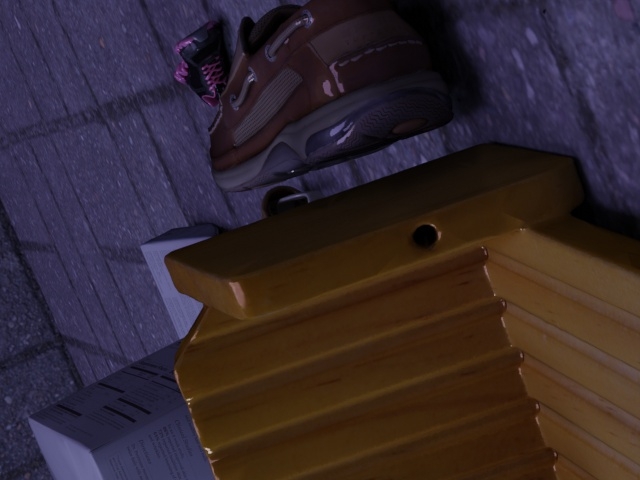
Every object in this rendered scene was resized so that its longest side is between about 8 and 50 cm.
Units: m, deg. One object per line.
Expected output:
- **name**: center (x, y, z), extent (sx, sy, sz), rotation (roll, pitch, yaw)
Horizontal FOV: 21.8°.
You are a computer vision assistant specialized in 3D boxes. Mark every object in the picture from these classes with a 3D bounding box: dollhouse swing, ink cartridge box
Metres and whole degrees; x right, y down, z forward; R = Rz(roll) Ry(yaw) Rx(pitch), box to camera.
- **dollhouse swing**: center (0.093, 0.161, 0.964), extent (0.305, 0.315, 0.347), rotation (-101, -8, -73)
- **ink cartridge box**: center (-0.084, 0.074, 1.776), extent (0.232, 0.066, 0.189), rotation (-7, 109, 50)

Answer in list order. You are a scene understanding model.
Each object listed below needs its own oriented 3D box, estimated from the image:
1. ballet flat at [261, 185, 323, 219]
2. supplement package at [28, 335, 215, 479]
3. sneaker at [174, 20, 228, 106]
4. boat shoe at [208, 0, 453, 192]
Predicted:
- **ballet flat**: center (0.000, 0.000, 1.347), extent (0.232, 0.080, 0.073), rotation (-158, 60, -64)
- **supplement package**: center (-0.100, 0.209, 1.585), extent (0.198, 0.262, 0.199), rotation (7, 121, 63)
- **sneaker**: center (-0.099, -0.154, 1.481), extent (0.057, 0.047, 0.119), rotation (55, 169, 9)
- **boat shoe**: center (-0.007, -0.109, 1.160), extent (0.324, 0.123, 0.116), rotation (-15, 93, 66)
